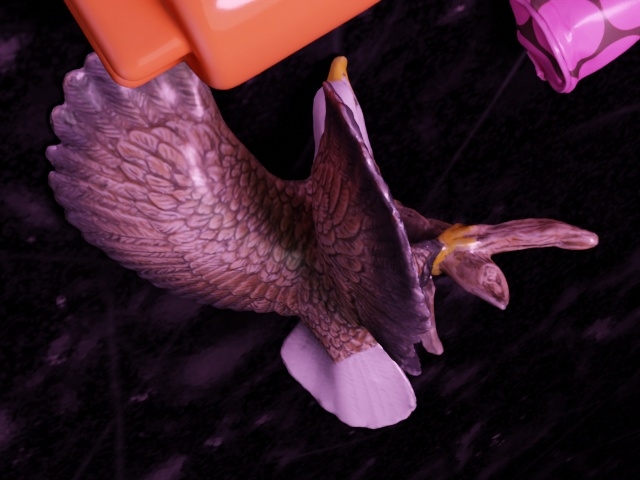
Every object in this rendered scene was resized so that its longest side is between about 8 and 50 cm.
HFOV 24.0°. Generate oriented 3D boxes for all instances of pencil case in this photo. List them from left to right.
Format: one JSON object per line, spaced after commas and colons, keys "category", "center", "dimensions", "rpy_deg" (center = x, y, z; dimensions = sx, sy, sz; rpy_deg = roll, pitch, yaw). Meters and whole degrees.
{"category": "pencil case", "center": [0.224, -0.180, 1.012], "dimensions": [0.209, 0.095, 0.098], "rpy_deg": [-30, 168, -7]}

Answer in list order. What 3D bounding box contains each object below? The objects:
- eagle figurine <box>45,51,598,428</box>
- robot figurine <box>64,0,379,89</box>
{"category": "eagle figurine", "center": [-0.003, -0.011, 0.927], "dimensions": [0.226, 0.225, 0.298], "rpy_deg": [-37, 161, 23]}
{"category": "robot figurine", "center": [-0.024, -0.161, 0.761], "dimensions": [0.219, 0.128, 0.158], "rpy_deg": [-32, 147, -8]}
